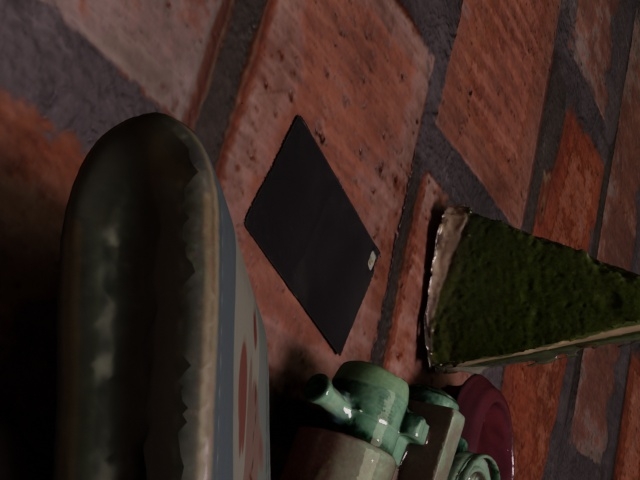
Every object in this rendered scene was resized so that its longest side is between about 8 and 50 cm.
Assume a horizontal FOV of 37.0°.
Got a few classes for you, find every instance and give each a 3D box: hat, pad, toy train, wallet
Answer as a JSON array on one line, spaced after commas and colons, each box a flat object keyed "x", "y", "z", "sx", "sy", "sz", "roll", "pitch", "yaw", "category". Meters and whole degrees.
[{"x": 0.139, "y": 0.240, "z": 0.985, "sx": 0.205, "sy": 0.089, "sz": 0.205, "roll": -2, "pitch": 92, "yaw": -64, "category": "hat"}, {"x": 0.000, "y": 0.000, "z": 0.807, "sx": 0.193, "sy": 0.004, "sz": 0.116, "roll": 58, "pitch": 46, "yaw": -44, "category": "pad"}, {"x": 0.024, "y": 0.236, "z": 0.747, "sx": 0.221, "sy": 0.150, "sz": 0.304, "roll": 44, "pitch": 57, "yaw": -44, "category": "toy train"}, {"x": -0.063, "y": 0.115, "z": 0.485, "sx": 0.360, "sy": 0.083, "sz": 0.252, "roll": 85, "pitch": 4, "yaw": -74, "category": "wallet"}]

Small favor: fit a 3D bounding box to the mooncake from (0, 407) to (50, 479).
[{"x": -0.203, "y": 0.134, "z": 0.320, "sx": 0.245, "sy": 0.133, "sz": 0.245, "roll": 10, "pitch": 75, "yaw": -45, "category": "mooncake"}]

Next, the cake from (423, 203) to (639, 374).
[{"x": 0.256, "y": 0.032, "z": 0.995, "sx": 0.158, "sy": 0.283, "sz": 0.172, "roll": 13, "pitch": 65, "yaw": -59, "category": "cake"}]
